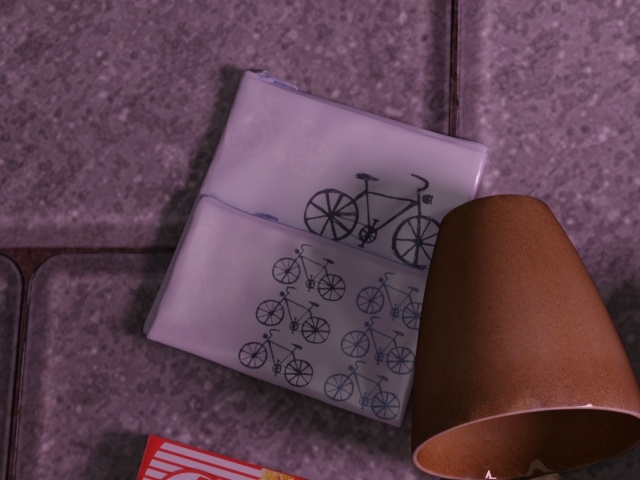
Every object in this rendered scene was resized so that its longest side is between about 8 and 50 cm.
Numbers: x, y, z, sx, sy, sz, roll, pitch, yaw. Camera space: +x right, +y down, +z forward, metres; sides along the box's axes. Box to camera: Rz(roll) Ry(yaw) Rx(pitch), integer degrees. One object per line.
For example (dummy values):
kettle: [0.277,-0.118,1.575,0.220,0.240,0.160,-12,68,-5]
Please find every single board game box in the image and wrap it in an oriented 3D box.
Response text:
board game box: [-0.114,0.307,1.521,0.194,0.045,0.146,13,81,14]

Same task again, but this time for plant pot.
plant pot: [0.195,0.092,1.429,0.237,0.237,0.254,-11,63,9]

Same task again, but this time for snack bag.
snack bag: [0.000,0.000,1.570,0.323,0.037,0.342,19,82,15]

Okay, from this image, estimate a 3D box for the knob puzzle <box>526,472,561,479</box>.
knob puzzle: [0.182,0.350,1.451,0.213,0.030,0.213,-1,84,13]
